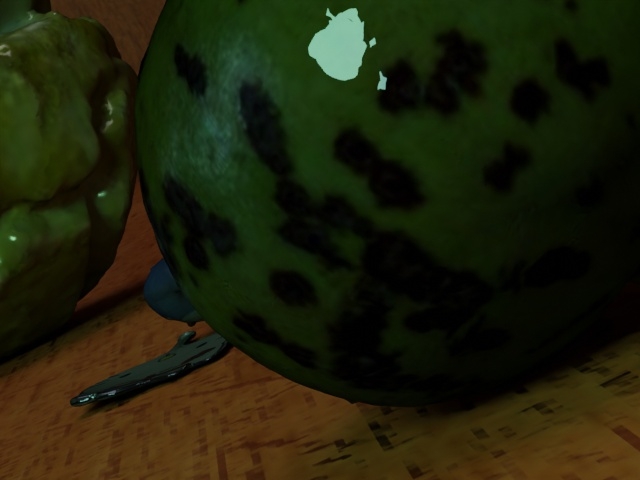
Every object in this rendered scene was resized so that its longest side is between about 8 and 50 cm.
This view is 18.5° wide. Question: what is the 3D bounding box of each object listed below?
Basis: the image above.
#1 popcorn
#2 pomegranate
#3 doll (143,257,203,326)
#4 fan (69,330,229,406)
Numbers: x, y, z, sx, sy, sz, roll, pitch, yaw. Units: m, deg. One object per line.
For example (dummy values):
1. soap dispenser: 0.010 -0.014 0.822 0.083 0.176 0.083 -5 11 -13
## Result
1. popcorn: -0.185 -0.027 0.916 0.221 0.183 0.204 -38 18 -18
2. pomegranate: 0.009 -0.040 0.383 0.122 0.161 0.122 -38 -18 -15
3. doll: 0.000 0.000 0.665 0.125 0.027 0.037 -19 -2 -10
4. fan: -0.050 0.038 0.633 0.056 0.004 0.083 -21 5 7
